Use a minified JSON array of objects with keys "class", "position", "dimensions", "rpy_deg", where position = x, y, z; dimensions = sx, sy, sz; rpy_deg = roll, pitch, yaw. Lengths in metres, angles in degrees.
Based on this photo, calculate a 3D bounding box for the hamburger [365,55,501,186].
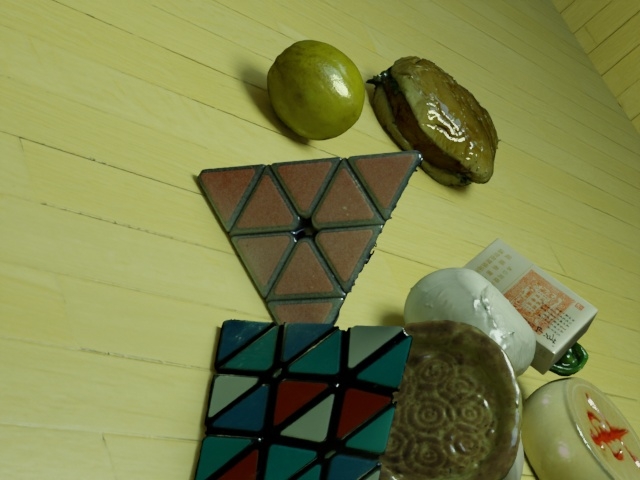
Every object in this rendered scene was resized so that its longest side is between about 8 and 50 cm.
[{"class":"hamburger","position":[0.225,-0.214,2.289],"dimensions":[0.309,0.132,0.211],"rpy_deg":[43,24,-16]}]

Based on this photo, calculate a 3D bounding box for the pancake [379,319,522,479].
[{"class":"pancake","position":[0.125,0.209,1.463],"dimensions":[0.031,0.250,0.250],"rpy_deg":[76,-10,-61]}]

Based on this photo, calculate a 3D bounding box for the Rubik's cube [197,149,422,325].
[{"class":"Rubik's cube","position":[0.001,-0.001,1.626],"dimensions":[0.229,0.228,0.233],"rpy_deg":[-20,23,-25]}]

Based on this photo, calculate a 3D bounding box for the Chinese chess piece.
[{"class":"Chinese chess piece","position":[0.418,0.330,1.886],"dimensions":[0.251,0.097,0.250],"rpy_deg":[38,28,-24]}]

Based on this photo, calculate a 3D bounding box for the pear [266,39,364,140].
[{"class":"pear","position":[-0.008,-0.240,1.939],"dimensions":[0.162,0.149,0.149],"rpy_deg":[46,26,-6]}]

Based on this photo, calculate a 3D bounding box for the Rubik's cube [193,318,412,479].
[{"class":"Rubik's cube","position":[-0.012,0.253,1.347],"dimensions":[0.250,0.284,0.234],"rpy_deg":[-56,128,-38]}]

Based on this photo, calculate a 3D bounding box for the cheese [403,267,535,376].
[{"class":"cheese","position":[0.208,0.130,1.757],"dimensions":[0.189,0.154,0.198],"rpy_deg":[57,14,19]}]

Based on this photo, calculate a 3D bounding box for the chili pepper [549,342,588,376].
[{"class":"chili pepper","position":[0.307,0.137,1.937],"dimensions":[0.257,0.074,0.100],"rpy_deg":[37,57,19]}]

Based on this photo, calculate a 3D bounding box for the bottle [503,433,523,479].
[{"class":"bottle","position":[0.199,0.265,1.590],"dimensions":[0.147,0.147,0.236],"rpy_deg":[50,18,3]}]

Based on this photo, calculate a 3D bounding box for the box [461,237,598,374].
[{"class":"box","position":[0.309,0.100,1.880],"dimensions":[0.201,0.058,0.141],"rpy_deg":[39,49,20]}]
